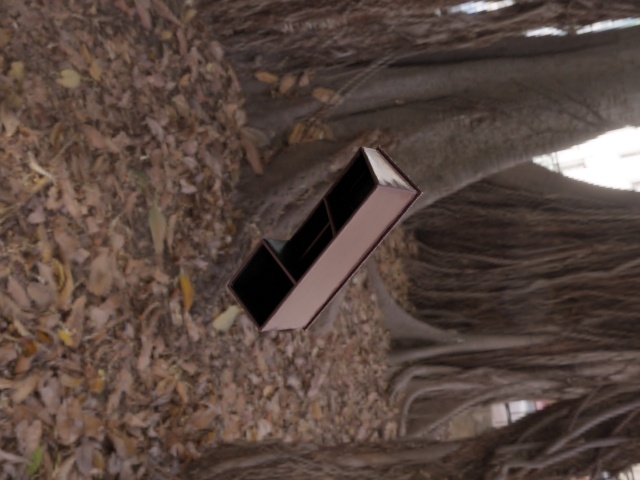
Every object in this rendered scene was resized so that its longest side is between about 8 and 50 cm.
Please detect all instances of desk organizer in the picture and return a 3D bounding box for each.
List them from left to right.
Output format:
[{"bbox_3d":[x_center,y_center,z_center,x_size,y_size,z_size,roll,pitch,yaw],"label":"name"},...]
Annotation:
[{"bbox_3d":[0.000,0.000,0.473,0.050,0.130,0.047,4,41,-54],"label":"desk organizer"}]
